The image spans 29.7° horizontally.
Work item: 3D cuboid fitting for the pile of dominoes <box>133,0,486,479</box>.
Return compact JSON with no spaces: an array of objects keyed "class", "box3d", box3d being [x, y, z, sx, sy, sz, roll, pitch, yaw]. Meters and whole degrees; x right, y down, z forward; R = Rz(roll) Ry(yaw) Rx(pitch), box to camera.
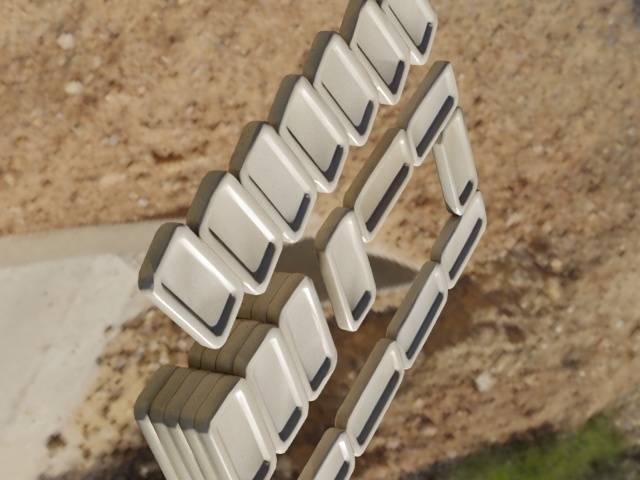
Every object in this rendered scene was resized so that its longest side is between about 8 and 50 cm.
[{"class":"pile of dominoes","box3d":[0.000,0.000,0.556,0.251,0.040,0.196,-56,142,-38]}]
